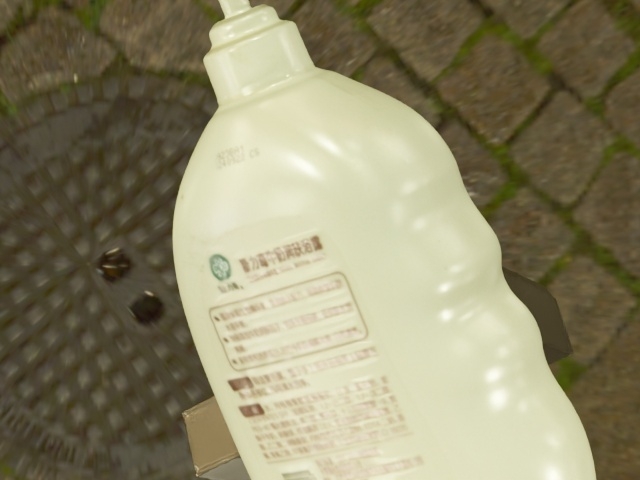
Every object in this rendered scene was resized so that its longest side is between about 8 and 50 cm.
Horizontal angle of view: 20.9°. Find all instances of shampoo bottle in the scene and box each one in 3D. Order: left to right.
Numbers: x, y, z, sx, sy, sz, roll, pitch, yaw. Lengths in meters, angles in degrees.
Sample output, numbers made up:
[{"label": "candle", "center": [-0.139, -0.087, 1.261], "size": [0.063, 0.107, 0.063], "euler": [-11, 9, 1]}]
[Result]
[{"label": "shampoo bottle", "center": [0.000, 0.000, 0.367], "size": [0.077, 0.045, 0.152], "euler": [-19, 99, 37]}]

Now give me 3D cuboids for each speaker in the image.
[{"label": "speaker", "center": [0.030, 0.082, 0.998], "size": [0.218, 0.082, 0.044], "euler": [-29, 62, 27]}]
